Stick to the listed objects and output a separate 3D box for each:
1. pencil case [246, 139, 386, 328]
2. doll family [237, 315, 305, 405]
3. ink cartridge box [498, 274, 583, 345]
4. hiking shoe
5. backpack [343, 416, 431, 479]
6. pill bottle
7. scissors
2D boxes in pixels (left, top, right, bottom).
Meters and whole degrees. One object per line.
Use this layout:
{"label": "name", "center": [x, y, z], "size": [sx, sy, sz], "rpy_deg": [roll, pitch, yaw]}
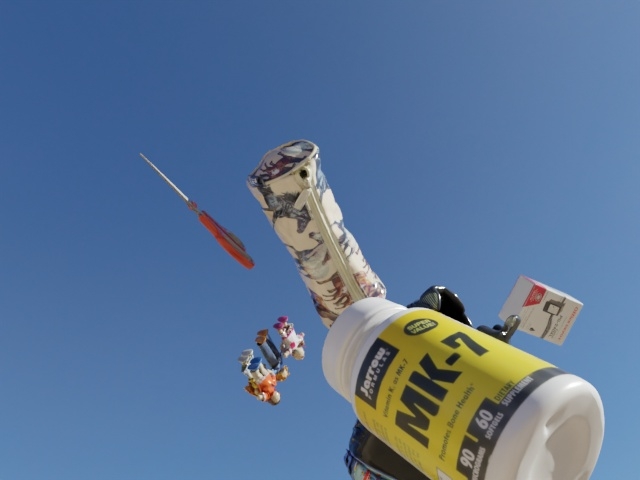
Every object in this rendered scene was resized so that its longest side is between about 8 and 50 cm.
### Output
{"label": "pencil case", "center": [0.000, 0.000, 1.177], "size": [0.160, 0.183, 0.410], "rpy_deg": [-29, -67, -4]}
{"label": "doll family", "center": [-0.139, 0.337, 1.518], "size": [0.118, 0.263, 0.163], "rpy_deg": [-9, -62, 30]}
{"label": "ink cartridge box", "center": [0.491, 0.156, 1.246], "size": [0.150, 0.063, 0.109], "rpy_deg": [21, -81, -21]}
{"label": "hiking shoe", "center": [0.107, 0.102, 0.595], "size": [0.227, 0.114, 0.086], "rpy_deg": [11, -3, 46]}
{"label": "backpack", "center": [0.111, 0.306, 0.813], "size": [0.158, 0.117, 0.173], "rpy_deg": [28, -11, 0]}
{"label": "pill bottle", "center": [0.100, 0.125, 0.452], "size": [0.119, 0.208, 0.119], "rpy_deg": [-11, -70, -34]}
{"label": "scissors", "center": [-0.230, -0.051, 1.070], "size": [0.021, 0.109, 0.297], "rpy_deg": [-40, -59, 5]}
